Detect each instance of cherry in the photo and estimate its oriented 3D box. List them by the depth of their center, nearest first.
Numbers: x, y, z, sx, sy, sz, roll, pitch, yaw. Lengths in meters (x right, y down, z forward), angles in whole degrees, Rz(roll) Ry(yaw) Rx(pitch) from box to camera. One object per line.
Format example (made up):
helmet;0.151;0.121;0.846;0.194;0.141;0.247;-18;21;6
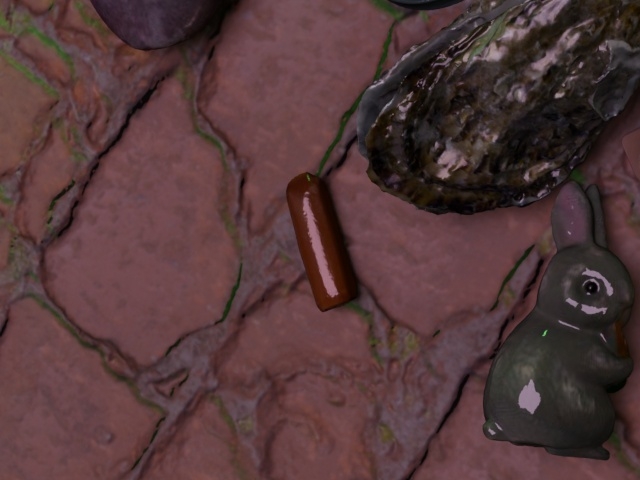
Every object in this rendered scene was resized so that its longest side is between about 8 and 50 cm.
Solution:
cherry;-0.154;-0.273;1.552;0.176;0.140;0.176;12;118;23

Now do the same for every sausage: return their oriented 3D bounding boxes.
sausage;0.000;0.000;1.528;0.039;0.041;0.131;-19;81;27

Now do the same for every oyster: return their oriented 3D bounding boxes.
oyster;0.188;-0.153;1.405;0.351;0.162;0.158;-41;44;9

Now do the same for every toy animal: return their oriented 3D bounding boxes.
toy animal;0.214;0.072;1.390;0.108;0.138;0.236;22;104;56

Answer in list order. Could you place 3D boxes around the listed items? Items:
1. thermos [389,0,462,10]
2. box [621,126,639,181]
thermos;0.132;-0.311;1.421;0.286;0.145;0.182;-24;74;23
box;0.318;-0.092;1.399;0.115;0.025;0.048;-25;81;21
